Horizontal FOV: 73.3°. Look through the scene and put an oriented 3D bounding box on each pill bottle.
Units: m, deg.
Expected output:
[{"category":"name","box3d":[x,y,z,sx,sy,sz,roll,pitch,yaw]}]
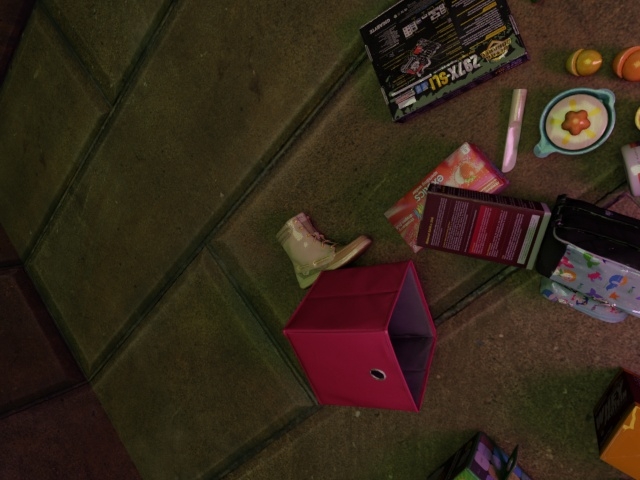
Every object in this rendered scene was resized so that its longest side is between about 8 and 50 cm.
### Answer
[{"category":"pill bottle","box3d":[0.685,-0.154,0.802,0.194,0.108,0.107,-14,89,34]}]

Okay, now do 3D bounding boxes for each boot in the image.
[{"category":"boot","box3d":[0.000,0.000,1.222,0.262,0.095,0.203,-35,78,32]}]

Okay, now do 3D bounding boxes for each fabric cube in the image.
[{"category":"fabric cube","box3d":[0.109,0.229,1.052,0.259,0.259,0.253,-8,118,29]}]

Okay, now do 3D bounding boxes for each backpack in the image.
[{"category":"backpack","box3d":[0.567,0.042,0.838,0.254,0.225,0.190,18,127,24]}]

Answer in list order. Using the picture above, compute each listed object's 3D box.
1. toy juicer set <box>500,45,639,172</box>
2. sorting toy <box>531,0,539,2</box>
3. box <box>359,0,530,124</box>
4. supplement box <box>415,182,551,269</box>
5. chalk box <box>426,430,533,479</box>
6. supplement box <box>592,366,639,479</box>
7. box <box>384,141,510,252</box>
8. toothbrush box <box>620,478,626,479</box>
[{"category":"toy juicer set","box3d":[0.520,-0.281,0.891,0.329,0.090,0.209,-13,94,33]},{"category":"sorting toy","box3d":[0.482,-0.560,0.910,0.042,0.061,0.101,-1,105,-5]},{"category":"box","box3d":[0.280,-0.464,1.016,0.322,0.079,0.256,-22,87,29]},{"category":"supplement box","box3d":[0.335,-0.033,0.908,0.240,0.073,0.130,13,115,13]},{"category":"chalk box","box3d":[0.389,0.607,1.029,0.179,0.180,0.288,43,115,18]},{"category":"supplement box","box3d":[0.667,0.381,0.836,0.192,0.194,0.128,27,109,24]},{"category":"box","box3d":[0.297,-0.099,1.021,0.257,0.123,0.128,-42,76,28]},{"category":"toothbrush box","box3d":[0.663,0.686,0.871,0.122,0.206,0.282,11,101,27]}]
